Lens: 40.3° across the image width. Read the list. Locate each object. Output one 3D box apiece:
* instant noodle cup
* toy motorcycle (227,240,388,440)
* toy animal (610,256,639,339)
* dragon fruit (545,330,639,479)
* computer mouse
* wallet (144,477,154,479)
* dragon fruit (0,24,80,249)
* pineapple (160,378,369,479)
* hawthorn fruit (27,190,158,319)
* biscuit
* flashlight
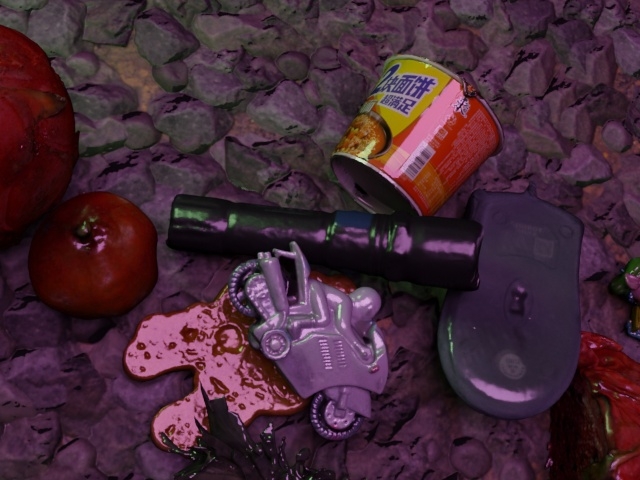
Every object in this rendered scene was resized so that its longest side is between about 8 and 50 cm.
[{"bbox_3d":[0.124,-0.127,1.225,0.213,0.213,0.174,38,76,2],"label":"instant noodle cup"},{"bbox_3d":[0.004,0.115,1.104,0.171,0.110,0.260,-34,96,-13],"label":"toy motorcycle"},{"bbox_3d":[0.517,0.122,1.290,0.208,0.100,0.103,41,107,0],"label":"toy animal"},{"bbox_3d":[0.380,0.261,1.173,0.240,0.302,0.330,-23,58,14],"label":"dragon fruit"},{"bbox_3d":[0.264,0.082,1.220,0.188,0.122,0.371,16,62,2],"label":"computer mouse"},{"bbox_3d":[-0.161,0.407,0.952,0.247,0.323,0.041,32,109,1],"label":"wallet"},{"bbox_3d":[-0.444,-0.124,1.052,0.295,0.296,0.302,36,36,1],"label":"dragon fruit"},{"bbox_3d":[-0.035,0.324,1.052,0.364,0.165,0.166,30,68,-2],"label":"pineapple"},{"bbox_3d":[-0.282,0.021,1.085,0.169,0.188,0.169,1,81,-8],"label":"hawthorn fruit"},{"bbox_3d":[-0.090,0.146,1.161,0.333,0.047,0.202,-25,80,-17],"label":"biscuit"},{"bbox_3d":[0.000,0.000,1.152,0.423,0.103,0.103,6,70,6],"label":"flashlight"}]
